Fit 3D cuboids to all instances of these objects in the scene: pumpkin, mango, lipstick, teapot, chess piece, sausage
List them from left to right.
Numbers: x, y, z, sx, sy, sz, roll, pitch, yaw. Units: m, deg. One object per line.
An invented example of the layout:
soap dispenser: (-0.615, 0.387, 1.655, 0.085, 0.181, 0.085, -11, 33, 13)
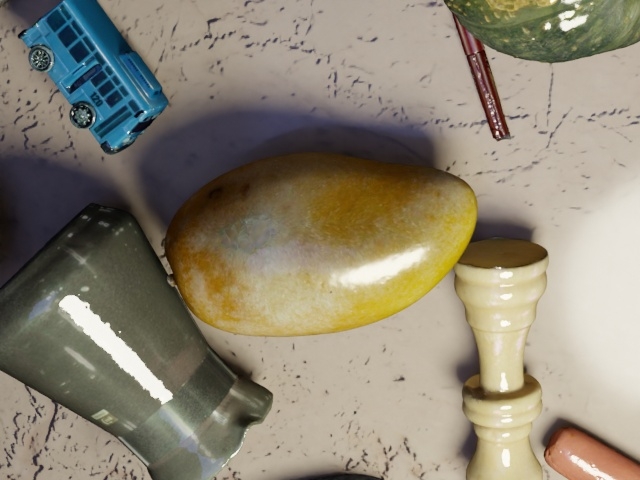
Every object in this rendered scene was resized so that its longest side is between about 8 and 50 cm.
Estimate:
teapot: (-0.258, 0.153, 1.440, 0.344, 0.253, 0.300, 48, 143, -9)
mango: (0.000, 0.000, 1.342, 0.383, 0.199, 0.222, -13, 81, 11)
lipstick: (0.191, -0.201, 1.337, 0.027, 0.027, 0.177, -16, 104, 16)
chess piece: (0.226, 0.201, 1.399, 0.117, 0.117, 0.397, 0, 107, 12)
pumpkin: (0.262, -0.341, 1.143, 0.327, 0.257, 0.292, -26, 127, -4)
sausage: (0.358, 0.293, 1.422, 0.154, 0.062, 0.062, 30, 110, 3)

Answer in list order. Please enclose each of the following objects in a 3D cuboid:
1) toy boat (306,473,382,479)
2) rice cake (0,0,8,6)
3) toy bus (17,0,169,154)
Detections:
toy boat: (-0.020, 0.398, 1.529, 0.282, 0.078, 0.127, -28, 98, 18)
rice cake: (-0.345, -0.356, 1.348, 0.365, 0.072, 0.056, -28, 95, 35)
toy bus: (-0.276, -0.208, 1.402, 0.106, 0.090, 0.185, -34, 96, 17)
